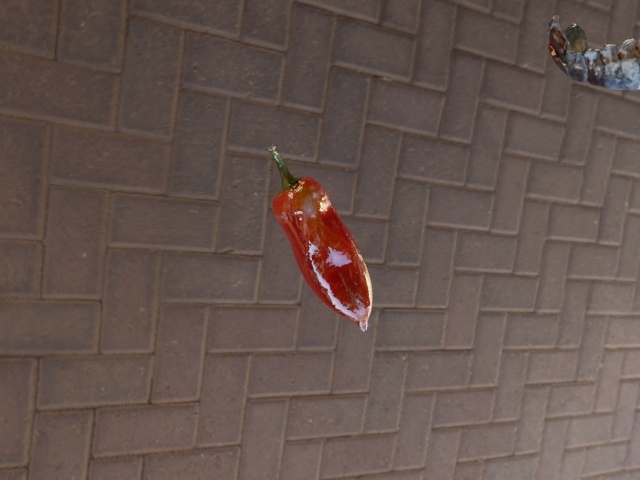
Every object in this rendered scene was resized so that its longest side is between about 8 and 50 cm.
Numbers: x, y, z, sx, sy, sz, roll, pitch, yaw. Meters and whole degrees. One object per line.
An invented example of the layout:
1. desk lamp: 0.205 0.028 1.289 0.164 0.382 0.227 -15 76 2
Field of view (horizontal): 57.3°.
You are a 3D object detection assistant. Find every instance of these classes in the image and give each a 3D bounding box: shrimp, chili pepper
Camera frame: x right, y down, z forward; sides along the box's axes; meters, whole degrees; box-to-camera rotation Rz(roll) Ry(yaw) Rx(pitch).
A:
1. shrimp: 0.492 -0.261 0.716 0.221 0.410 0.166 12 73 -47
2. chili pepper: 0.000 -0.001 0.517 0.059 0.050 0.191 -36 109 -28
